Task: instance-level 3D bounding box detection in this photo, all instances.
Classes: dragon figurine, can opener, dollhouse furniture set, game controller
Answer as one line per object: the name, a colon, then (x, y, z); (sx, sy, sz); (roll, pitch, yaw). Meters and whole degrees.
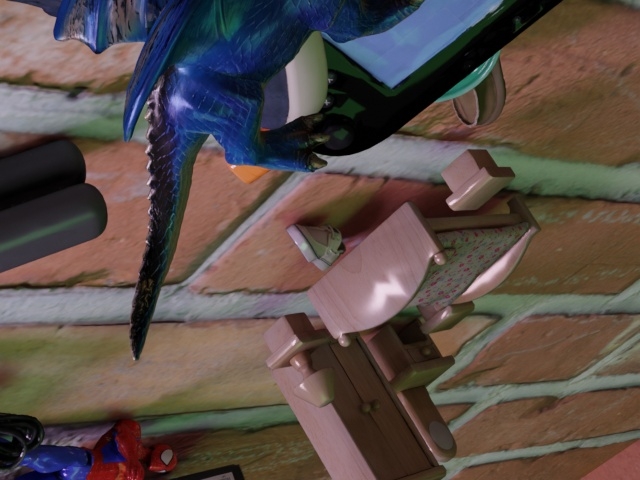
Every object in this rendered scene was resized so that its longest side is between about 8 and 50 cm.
dragon figurine: (-0.053, -0.088, 0.601); (0.144, 0.085, 0.289); (16, 118, -47)
can opener: (-0.267, 0.003, 0.879); (0.280, 0.074, 0.093); (-18, 155, -22)
dollhouse furniture set: (0.141, 0.086, 1.347); (0.355, 0.174, 0.303); (-43, 158, 32)
game controller: (0.073, -0.174, 0.858); (0.319, 0.067, 0.166); (-38, 142, 22)

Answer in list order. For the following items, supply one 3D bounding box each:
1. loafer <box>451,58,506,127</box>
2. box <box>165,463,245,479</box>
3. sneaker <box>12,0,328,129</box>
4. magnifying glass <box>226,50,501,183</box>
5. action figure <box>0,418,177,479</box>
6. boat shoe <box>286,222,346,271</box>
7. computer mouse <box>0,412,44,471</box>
loafer: (0.100, -0.131, 1.030); (0.050, 0.056, 0.148); (-22, 146, -7)
box: (-0.302, 0.358, 1.512); (0.395, 0.097, 0.318); (-9, 159, -36)
sneaker: (-0.105, -0.145, 0.687); (0.148, 0.131, 0.350); (-29, 147, 1)
magnifying glass: (0.025, -0.105, 0.992); (0.231, 0.026, 0.092); (-31, 119, 31)
action figure: (-0.219, 0.233, 1.333); (0.280, 0.139, 0.091); (-2, 119, -50)
boat shoe: (0.000, 0.000, 1.217); (0.035, 0.035, 0.100); (-37, 160, 5)
computer mouse: (-0.372, 0.208, 1.163); (0.272, 0.072, 0.188); (-33, 142, 20)
